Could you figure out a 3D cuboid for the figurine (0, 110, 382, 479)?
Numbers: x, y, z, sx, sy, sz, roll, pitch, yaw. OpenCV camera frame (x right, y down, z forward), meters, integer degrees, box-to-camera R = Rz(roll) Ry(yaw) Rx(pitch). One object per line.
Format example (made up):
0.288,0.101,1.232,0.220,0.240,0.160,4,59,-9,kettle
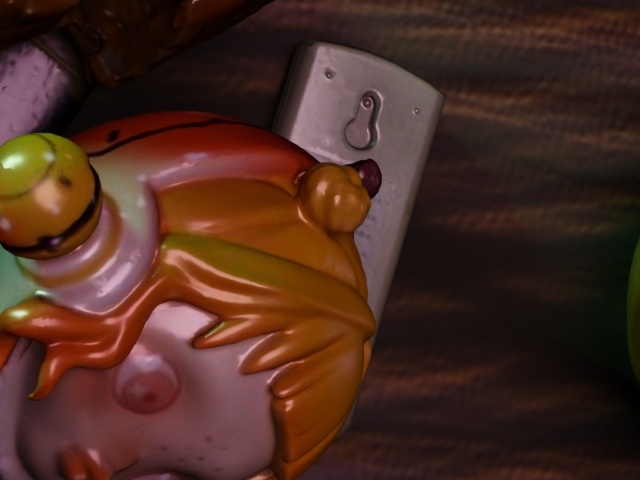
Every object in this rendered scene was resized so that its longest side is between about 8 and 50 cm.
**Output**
-0.113,0.040,0.992,0.323,0.320,0.196,-5,52,-8,figurine

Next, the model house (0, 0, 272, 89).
-0.112,-0.163,0.975,0.219,0.229,0.199,30,58,32,model house

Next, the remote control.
0.000,0.000,1.148,0.098,0.038,0.233,21,77,-17,remote control

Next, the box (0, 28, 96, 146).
-0.168,-0.166,1.089,0.168,0.071,0.259,38,73,-12,box

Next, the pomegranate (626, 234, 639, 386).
0.317,0.030,1.124,0.307,0.307,0.307,2,83,-19,pomegranate
